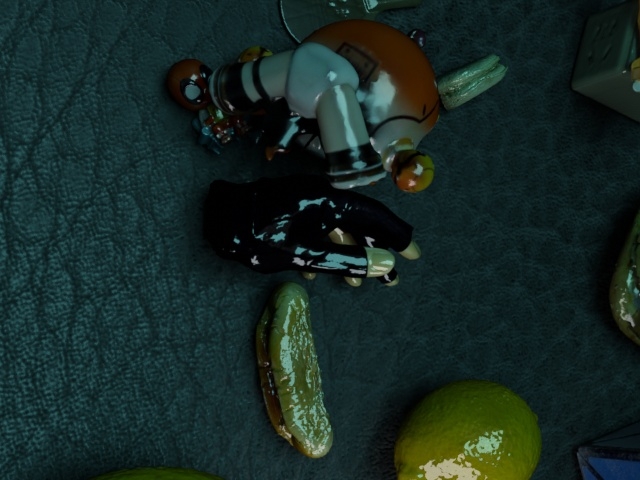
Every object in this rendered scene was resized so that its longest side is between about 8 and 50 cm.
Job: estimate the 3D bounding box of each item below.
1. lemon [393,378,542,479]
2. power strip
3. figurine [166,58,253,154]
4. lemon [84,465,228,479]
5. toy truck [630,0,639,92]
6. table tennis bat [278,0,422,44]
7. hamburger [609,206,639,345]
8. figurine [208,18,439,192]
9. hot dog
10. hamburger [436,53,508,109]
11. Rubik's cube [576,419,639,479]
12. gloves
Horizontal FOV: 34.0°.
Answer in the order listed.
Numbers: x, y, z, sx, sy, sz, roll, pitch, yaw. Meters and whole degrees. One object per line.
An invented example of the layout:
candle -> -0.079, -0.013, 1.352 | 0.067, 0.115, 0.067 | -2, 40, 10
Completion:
lemon -> 0.207, 0.287, 1.470 | 0.244, 0.187, 0.187 | -19, 93, -23
power strip -> 0.548, -0.281, 1.714 | 0.224, 0.139, 0.140 | 21, 76, -22
figurine -> -0.155, -0.187, 1.408 | 0.068, 0.075, 0.140 | -34, 89, -23
lemon -> -0.192, 0.417, 1.192 | 0.348, 0.348, 0.348 | 3, 84, -25
toy truck -> 0.545, -0.309, 1.577 | 0.135, 0.114, 0.270 | 2, 83, -28
table tennis bat -> 0.047, -0.347, 1.550 | 0.234, 0.022, 0.131 | -12, 89, -24
hamburger -> 0.593, 0.056, 1.710 | 0.265, 0.134, 0.285 | 31, 67, -13
figurine -> 0.038, -0.192, 1.397 | 0.320, 0.196, 0.323 | 36, 27, 14
hot dog -> -0.042, 0.177, 1.418 | 0.073, 0.084, 0.242 | -10, 91, -27
hamburger -> 0.236, -0.249, 1.593 | 0.121, 0.084, 0.054 | -31, 97, -27
Rubik's cube -> 0.587, 0.400, 1.604 | 0.255, 0.260, 0.259 | -13, 93, -28
gloves -> -0.002, -0.007, 1.396 | 0.301, 0.197, 0.152 | 21, 102, -26
